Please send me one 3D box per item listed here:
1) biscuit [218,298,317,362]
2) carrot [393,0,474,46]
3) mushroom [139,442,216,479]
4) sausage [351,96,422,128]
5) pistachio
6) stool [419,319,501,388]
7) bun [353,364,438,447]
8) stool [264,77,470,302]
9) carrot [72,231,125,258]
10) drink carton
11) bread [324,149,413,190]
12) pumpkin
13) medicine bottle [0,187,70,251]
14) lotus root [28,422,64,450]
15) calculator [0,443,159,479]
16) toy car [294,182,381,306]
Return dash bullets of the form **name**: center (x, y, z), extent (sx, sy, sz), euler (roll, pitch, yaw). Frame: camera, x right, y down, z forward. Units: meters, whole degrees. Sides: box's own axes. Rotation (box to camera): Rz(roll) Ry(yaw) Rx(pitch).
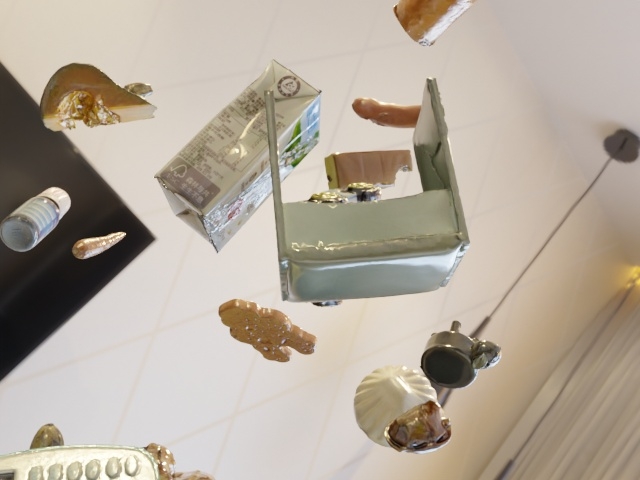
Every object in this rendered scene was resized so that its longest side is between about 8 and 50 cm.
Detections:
- **biscuit**: center (-0.165, 0.267, 2.145), extent (0.202, 0.047, 0.334), euler (-26, -47, 32)
- **carrot**: center (0.293, -0.617, 1.726), extent (0.196, 0.196, 0.254), euler (46, -43, -6)
- **mushroom**: center (-0.337, 0.521, 1.419), extent (0.264, 0.195, 0.283), euler (2, -36, 0)
- **sausage**: center (0.232, -0.399, 2.253), extent (0.327, 0.079, 0.087), euler (15, -61, 40)
- **pistachio**: center (0.260, 0.501, 1.895), extent (0.165, 0.210, 0.130), euler (9, -68, 51)
- **stool**: center (0.390, 0.321, 1.994), extent (0.228, 0.139, 0.153), euler (4, -56, 20)
- **bun**: center (0.226, 0.467, 2.114), extent (0.263, 0.263, 0.175), euler (34, -30, 23)
- **stool**: center (0.053, -0.066, 1.009), extent (0.170, 0.244, 0.269), euler (95, -10, -66)
- **carrot**: center (-0.568, 0.006, 1.860), extent (0.048, 0.048, 0.216), euler (41, 21, 7)
- **drink carton**: center (-0.145, -0.155, 1.341), extent (0.132, 0.324, 0.194), euler (38, -17, 12)
- **bread**: center (0.112, -0.153, 1.573), extent (0.049, 0.226, 0.088), euler (-17, -99, 53)
- **pumpkin**: center (-0.472, -0.313, 1.517), extent (0.131, 0.248, 0.125), euler (117, -32, -77)
- **medicine bottle**: center (-0.614, -0.053, 1.554), extent (0.083, 0.083, 0.203), euler (50, 19, -18)
- **lotus root**: center (-0.653, 0.527, 1.704), extent (0.081, 0.179, 0.089), euler (-6, -20, 20)
- **calculator**: center (-0.440, 0.459, 1.169), extent (0.054, 0.387, 0.256), euler (94, -14, -46)
- **toy car**: center (0.000, 0.000, 1.292), extent (0.166, 0.314, 0.198), euler (4, -77, 25)
